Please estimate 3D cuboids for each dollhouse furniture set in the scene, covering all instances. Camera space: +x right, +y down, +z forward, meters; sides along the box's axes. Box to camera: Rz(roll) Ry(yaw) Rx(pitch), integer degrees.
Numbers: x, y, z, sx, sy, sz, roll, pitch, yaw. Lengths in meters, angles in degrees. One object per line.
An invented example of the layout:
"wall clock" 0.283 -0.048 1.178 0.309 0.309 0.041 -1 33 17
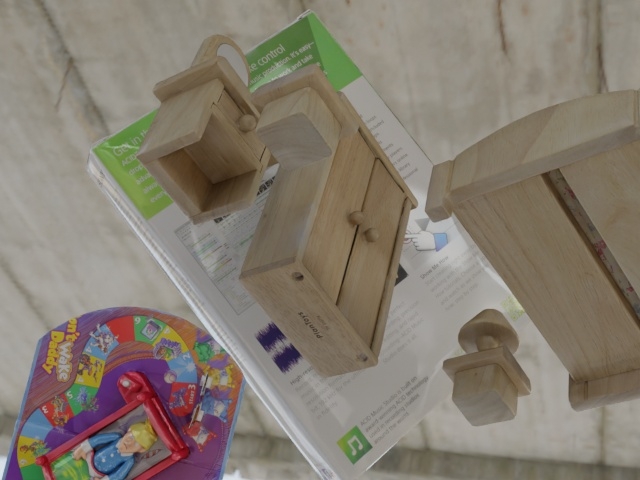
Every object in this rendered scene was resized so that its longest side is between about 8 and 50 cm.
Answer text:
"dollhouse furniture set" 0.127 -0.058 0.640 0.355 0.174 0.303 -18 -53 30

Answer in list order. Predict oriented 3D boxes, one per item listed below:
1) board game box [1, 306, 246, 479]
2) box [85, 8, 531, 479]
"board game box" -0.123 0.122 0.621 0.133 0.169 0.033 13 -7 5
"box" 0.000 0.000 0.840 0.322 0.232 0.058 53 -24 1
